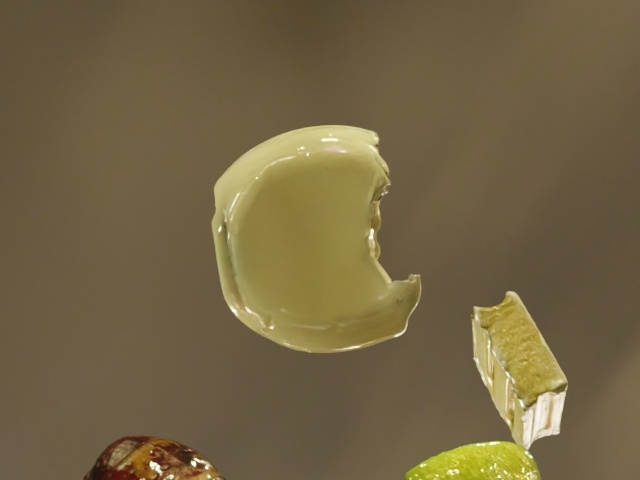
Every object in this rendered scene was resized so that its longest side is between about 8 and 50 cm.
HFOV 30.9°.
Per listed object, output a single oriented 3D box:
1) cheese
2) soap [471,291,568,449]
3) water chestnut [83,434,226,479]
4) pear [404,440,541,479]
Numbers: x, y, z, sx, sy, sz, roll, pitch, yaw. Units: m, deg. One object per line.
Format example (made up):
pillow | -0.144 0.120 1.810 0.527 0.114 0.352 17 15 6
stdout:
cheese | 0.000 0.000 1.355 0.127 0.233 0.265 -36 -59 -78
soap | 0.343 0.234 2.007 0.091 0.199 0.315 -24 -27 -1
water chestnut | -0.230 0.418 1.630 0.244 0.289 0.289 19 -71 -25
pear | 0.213 0.385 1.478 0.239 0.139 0.288 -23 -46 -37
